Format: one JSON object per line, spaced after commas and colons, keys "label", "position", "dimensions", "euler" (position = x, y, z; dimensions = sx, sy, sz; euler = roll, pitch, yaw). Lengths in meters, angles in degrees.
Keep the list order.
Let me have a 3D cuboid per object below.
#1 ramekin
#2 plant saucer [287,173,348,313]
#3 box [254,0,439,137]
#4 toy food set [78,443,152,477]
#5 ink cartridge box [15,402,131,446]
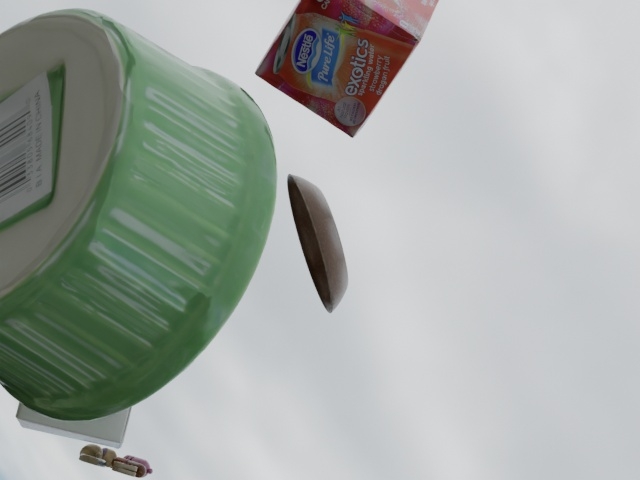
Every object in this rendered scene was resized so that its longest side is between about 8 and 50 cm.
{"label": "ramekin", "position": [-0.195, -0.029, 1.353], "dimensions": [0.148, 0.303, 0.303], "euler": [35, 2, -42]}
{"label": "plant saucer", "position": [0.000, 0.000, 2.419], "dimensions": [0.198, 0.036, 0.199], "euler": [163, -90, -82]}
{"label": "box", "position": [0.039, -0.226, 1.811], "dimensions": [0.122, 0.128, 0.257], "euler": [33, 27, -4]}
{"label": "toy food set", "position": [-0.207, 0.224, 1.805], "dimensions": [0.078, 0.019, 0.122], "euler": [18, -8, -7]}
{"label": "ink cartridge box", "position": [-0.200, 0.120, 1.492], "dimensions": [0.092, 0.090, 0.143], "euler": [14, -11, -6]}
